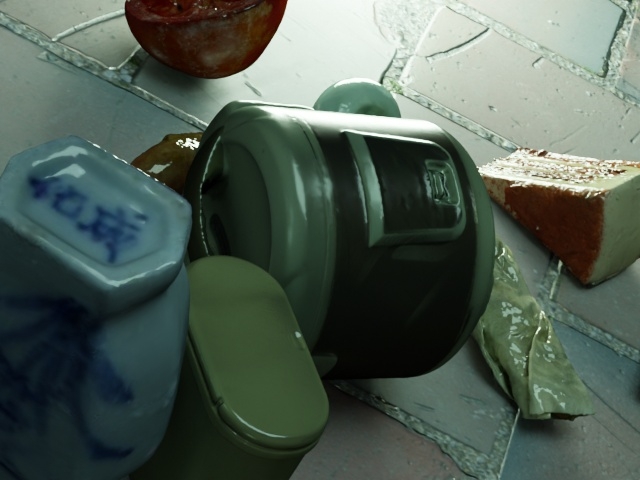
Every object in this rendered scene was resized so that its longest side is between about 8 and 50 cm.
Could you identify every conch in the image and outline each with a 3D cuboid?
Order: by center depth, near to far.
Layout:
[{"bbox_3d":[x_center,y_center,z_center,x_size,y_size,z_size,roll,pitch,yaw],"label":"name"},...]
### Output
[{"bbox_3d":[0.062,-0.119,2.060,0.185,0.121,0.221,21,47,-22],"label":"conch"}]

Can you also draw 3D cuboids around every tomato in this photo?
[{"bbox_3d":[-0.152,-0.307,2.134,0.233,0.139,0.200,-10,33,7],"label":"tomato"}]

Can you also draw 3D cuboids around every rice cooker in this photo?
[{"bbox_3d":[0.000,0.000,1.721,0.325,0.335,0.335,3,44,-29],"label":"rice cooker"}]

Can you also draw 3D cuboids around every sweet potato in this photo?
[{"bbox_3d":[-0.138,-0.096,1.933,0.109,0.109,0.385,39,26,14],"label":"sweet potato"}]

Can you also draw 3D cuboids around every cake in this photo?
[{"bbox_3d":[0.362,-0.084,2.170,0.158,0.159,0.262,-24,59,-42],"label":"cake"}]

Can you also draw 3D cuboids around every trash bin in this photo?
[{"bbox_3d":[-0.109,0.180,1.510,0.121,0.247,0.243,3,45,-29],"label":"trash bin"}]

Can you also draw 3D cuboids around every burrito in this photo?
[{"bbox_3d":[0.232,0.084,1.965,0.117,0.076,0.392,0,46,-30],"label":"burrito"}]

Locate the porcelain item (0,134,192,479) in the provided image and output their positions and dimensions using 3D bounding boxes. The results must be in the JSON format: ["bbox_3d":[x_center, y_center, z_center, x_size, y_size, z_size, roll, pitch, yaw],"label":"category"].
[{"bbox_3d":[-0.241,0.101,1.378,0.242,0.405,0.178,31,44,8],"label":"porcelain item"}]
